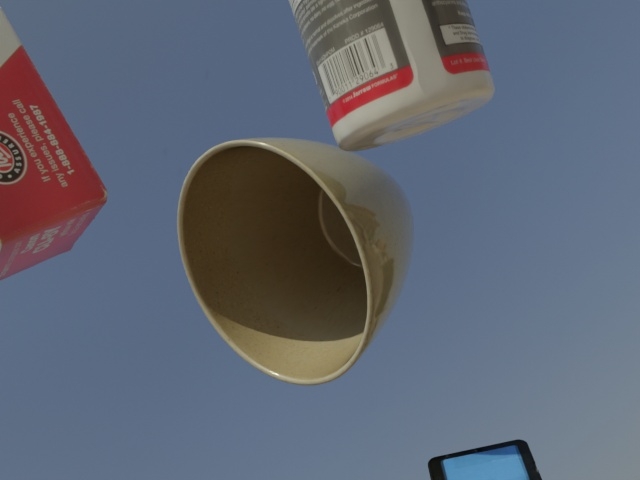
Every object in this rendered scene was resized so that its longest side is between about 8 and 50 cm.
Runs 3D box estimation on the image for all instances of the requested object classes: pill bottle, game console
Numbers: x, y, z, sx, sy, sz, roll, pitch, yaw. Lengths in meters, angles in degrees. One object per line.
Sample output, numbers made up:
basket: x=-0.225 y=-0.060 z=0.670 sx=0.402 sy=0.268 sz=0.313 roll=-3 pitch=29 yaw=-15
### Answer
pill bottle: x=0.053 y=-0.270 z=0.666 sx=0.177 sy=0.176 sz=0.318 roll=-18 pitch=-91 yaw=-19
game console: x=0.183 y=0.261 z=0.699 sx=0.122 sy=0.071 sz=0.107 roll=-15 pitch=-28 yaw=7

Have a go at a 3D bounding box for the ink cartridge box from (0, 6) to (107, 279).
ink cartridge box: x=-0.406 y=-0.053 z=0.449 sx=0.385 sy=0.279 sz=0.160 roll=-31 pitch=3 yaw=-37

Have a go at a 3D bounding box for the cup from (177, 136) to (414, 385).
cup: x=0.000 y=0.000 z=0.877 sx=0.237 sy=0.331 sz=0.330 roll=-27 pitch=-38 yaw=-46
